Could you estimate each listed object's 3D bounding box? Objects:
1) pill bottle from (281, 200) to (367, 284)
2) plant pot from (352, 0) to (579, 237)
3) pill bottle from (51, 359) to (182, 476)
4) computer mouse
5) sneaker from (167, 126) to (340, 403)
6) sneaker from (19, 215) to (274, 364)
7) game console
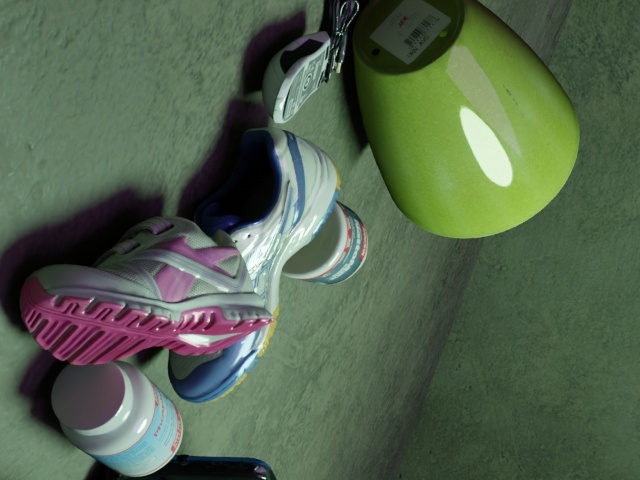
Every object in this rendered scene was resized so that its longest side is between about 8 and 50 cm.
[{"bbox_3d":[0.000,0.000,1.180,0.108,0.108,0.180,-66,163,1],"label":"pill bottle"},{"bbox_3d":[0.159,-0.187,1.196,0.274,0.275,0.293,-62,147,-12],"label":"plant pot"},{"bbox_3d":[-0.187,0.160,0.879,0.087,0.087,0.160,-60,163,-18],"label":"pill bottle"},{"bbox_3d":[-0.018,-0.186,0.988,0.193,0.042,0.106,-52,164,-52],"label":"computer mouse"},{"bbox_3d":[-0.097,0.020,0.973,0.131,0.112,0.296,30,84,-55],"label":"sneaker"},{"bbox_3d":[-0.152,0.036,0.817,0.103,0.111,0.252,-30,160,28],"label":"sneaker"},{"bbox_3d":[-0.170,0.360,1.082,0.293,0.250,0.173,80,12,-62],"label":"game console"}]
